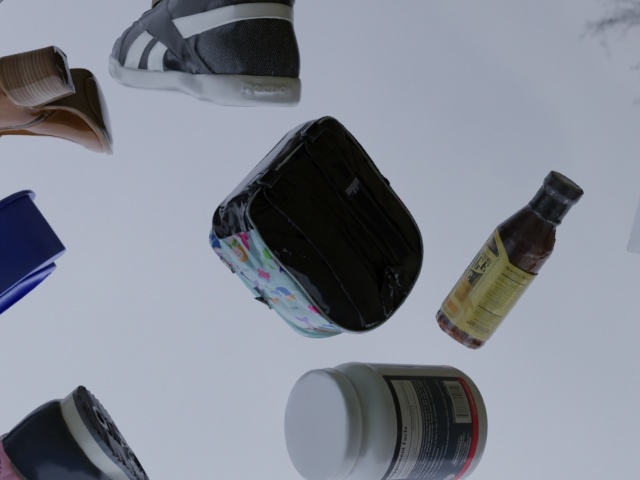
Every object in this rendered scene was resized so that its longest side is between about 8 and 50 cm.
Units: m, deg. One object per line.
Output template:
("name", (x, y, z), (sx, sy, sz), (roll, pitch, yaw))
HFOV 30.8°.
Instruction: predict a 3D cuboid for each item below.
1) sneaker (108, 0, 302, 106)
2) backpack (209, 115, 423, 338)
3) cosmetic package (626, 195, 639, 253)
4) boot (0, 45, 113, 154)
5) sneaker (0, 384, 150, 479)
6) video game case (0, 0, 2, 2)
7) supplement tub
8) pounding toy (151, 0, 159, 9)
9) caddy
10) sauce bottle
("sneaker", (-0.069, -0.151, 0.726), (0.079, 0.121, 0.217), (-1, -169, -31))
("backpack", (0.000, 0.000, 1.496), (0.253, 0.191, 0.225), (47, -121, -13))
("cosmetic package", (0.571, -0.123, 1.465), (0.284, 0.377, 0.097), (15, -142, 13))
("boot", (-0.424, -0.169, 1.638), (0.283, 0.220, 0.109), (46, -151, -75))
("sneaker", (-0.233, 0.271, 1.166), (0.112, 0.131, 0.319), (54, 168, 46))
("video game case", (-0.458, -0.324, 1.516), (0.122, 0.087, 0.011), (41, 175, 37))
("supplement tub", (0.102, 0.282, 1.777), (0.272, 0.191, 0.191), (6, -138, -35))
("pounding toy", (-0.223, -0.449, 1.931), (0.094, 0.181, 0.206), (10, -172, 21))
("caddy", (-0.611, 0.045, 2.021), (0.341, 0.241, 0.179), (-40, -89, -28))
("sauce bottle", (0.125, 0.012, 0.763), (0.042, 0.128, 0.042), (30, -163, -10))
